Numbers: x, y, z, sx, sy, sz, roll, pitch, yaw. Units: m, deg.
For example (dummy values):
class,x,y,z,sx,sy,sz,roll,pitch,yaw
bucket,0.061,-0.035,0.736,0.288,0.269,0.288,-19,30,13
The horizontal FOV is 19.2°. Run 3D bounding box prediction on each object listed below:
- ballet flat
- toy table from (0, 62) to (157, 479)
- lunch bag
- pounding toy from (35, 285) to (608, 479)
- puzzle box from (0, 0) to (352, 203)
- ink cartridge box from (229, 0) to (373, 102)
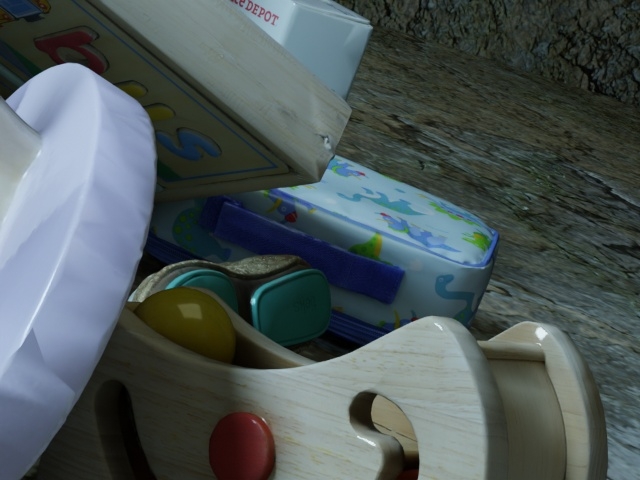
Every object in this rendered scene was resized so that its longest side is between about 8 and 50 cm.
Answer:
class,x,y,z,sx,sy,sz,roll,pitch,yaw
ballet flat,-0.063,0.045,1.003,0.067,0.073,0.206,-5,-2,24
toy table,-0.174,-0.020,0.694,0.161,0.252,0.274,33,-4,-19
lunch bag,0.000,0.000,1.208,0.219,0.090,0.176,21,11,4
pounding toy,-0.010,0.084,0.650,0.269,0.154,0.155,29,14,37
puzzle box,-0.209,-0.147,1.008,0.409,0.052,0.272,38,-27,-32
ink cartridge box,-0.048,-0.100,1.369,0.072,0.175,0.127,13,14,-33
